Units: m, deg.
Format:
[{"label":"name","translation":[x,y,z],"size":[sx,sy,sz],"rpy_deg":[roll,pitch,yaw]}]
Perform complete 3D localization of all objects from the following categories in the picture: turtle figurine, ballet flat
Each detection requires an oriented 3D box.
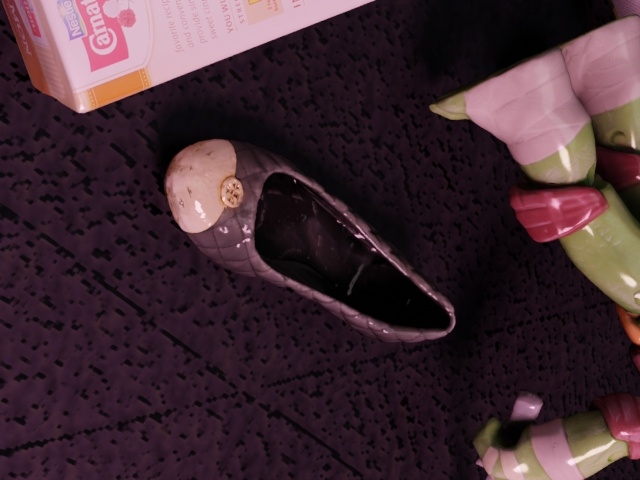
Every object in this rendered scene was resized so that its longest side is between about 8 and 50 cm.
[{"label":"turtle figurine","translation":[0.137,0.036,0.654],"size":[0.197,0.274,0.266],"rpy_deg":[-24,94,-14]},{"label":"ballet flat","translation":[0.000,0.000,0.554],"size":[0.173,0.049,0.057],"rpy_deg":[29,76,-42]}]

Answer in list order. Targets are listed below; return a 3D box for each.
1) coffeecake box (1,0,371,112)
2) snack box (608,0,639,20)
[{"label":"coffeecake box","translation":[-0.036,-0.149,0.451],"size":[0.185,0.068,0.142],"rpy_deg":[-25,115,-20]},{"label":"snack box","translation":[0.231,-0.201,0.674],"size":[0.174,0.070,0.207],"rpy_deg":[-32,120,-2]}]
